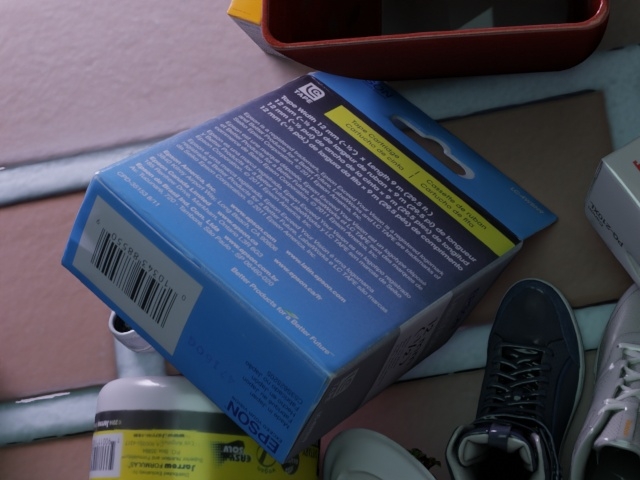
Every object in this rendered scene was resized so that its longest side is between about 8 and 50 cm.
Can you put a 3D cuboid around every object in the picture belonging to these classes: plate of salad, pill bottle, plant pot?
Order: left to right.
[{"bbox_3d":[-0.100,0.285,1.362,0.188,0.188,0.334,1,78,14],"label":"pill bottle"},{"bbox_3d":[0.072,0.236,1.349,0.048,0.200,0.200,-25,69,-30],"label":"plate of salad"},{"bbox_3d":[0.111,-0.258,1.407,0.267,0.236,0.267,-2,78,13],"label":"plant pot"}]

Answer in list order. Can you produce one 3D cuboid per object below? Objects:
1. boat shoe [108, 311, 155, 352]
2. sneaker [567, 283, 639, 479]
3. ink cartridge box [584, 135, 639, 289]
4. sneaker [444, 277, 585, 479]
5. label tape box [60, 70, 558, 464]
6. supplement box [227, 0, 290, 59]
[{"bbox_3d":[-0.116,0.023,1.489,0.184,0.063,0.066,-40,72,3],"label":"boat shoe"},{"bbox_3d":[0.251,0.142,1.333,0.099,0.121,0.262,9,70,15],"label":"sneaker"},{"bbox_3d":[0.356,-0.037,1.339,0.237,0.100,0.172,-31,71,-11],"label":"ink cartridge box"},{"bbox_3d":[0.158,0.128,1.348,0.086,0.163,0.226,3,77,16],"label":"sneaker"},{"bbox_3d":[0.000,0.000,1.389,0.249,0.348,0.115,40,128,17],"label":"label tape box"},{"bbox_3d":[-0.041,-0.208,1.505,0.036,0.098,0.062,20,84,21],"label":"supplement box"}]
